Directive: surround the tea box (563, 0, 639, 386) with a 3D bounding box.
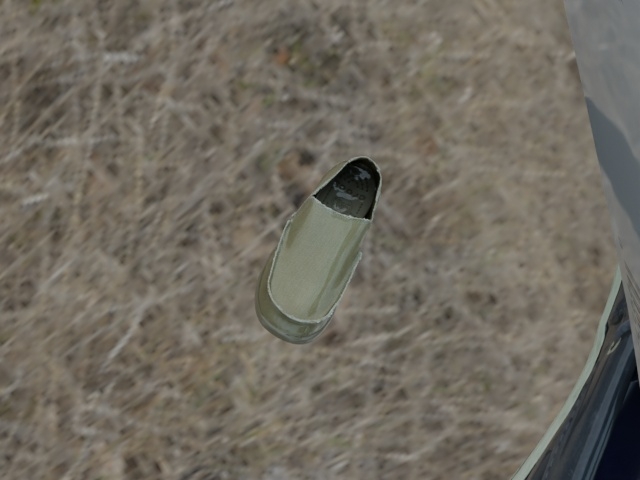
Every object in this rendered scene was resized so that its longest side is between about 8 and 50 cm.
[{"bbox_3d":[0.230,-0.070,0.450,0.323,0.220,0.329,-15,113,-2],"label":"tea box"}]

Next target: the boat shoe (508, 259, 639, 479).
[{"bbox_3d":[0.215,0.071,0.958,0.187,0.156,0.500,30,91,-16],"label":"boat shoe"}]

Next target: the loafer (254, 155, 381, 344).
[{"bbox_3d":[0.000,0.000,1.218,0.056,0.050,0.148,22,53,-1],"label":"loafer"}]
